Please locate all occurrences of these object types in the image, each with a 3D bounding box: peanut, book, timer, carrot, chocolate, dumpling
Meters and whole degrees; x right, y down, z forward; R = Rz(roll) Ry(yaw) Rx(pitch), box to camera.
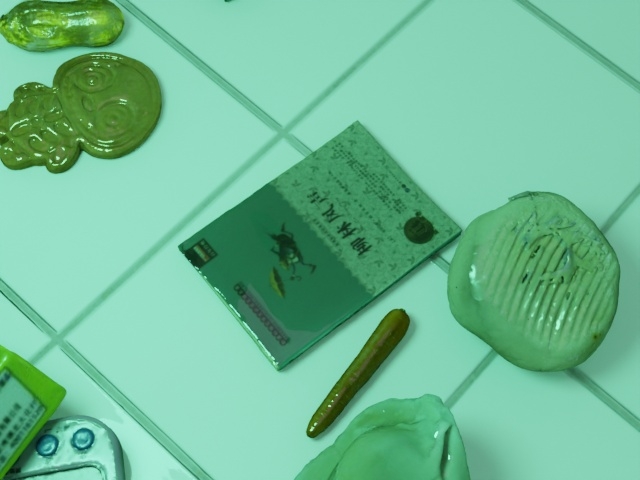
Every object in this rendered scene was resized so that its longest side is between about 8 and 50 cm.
[{"bbox_3d":[-0.434,-0.363,1.832,0.207,0.087,0.087,-5,66,-9],"label":"peanut"},{"bbox_3d":[0.000,0.000,1.723,0.379,0.031,0.264,-36,72,-18],"label":"book"},{"bbox_3d":[-0.374,0.346,1.512,0.209,0.069,0.190,-9,66,-3],"label":"timer"},{"bbox_3d":[0.056,0.197,1.631,0.043,0.043,0.248,36,70,12],"label":"carrot"},{"bbox_3d":[-0.554,0.240,1.471,0.289,0.137,0.300,21,62,28],"label":"chocolate"},{"bbox_3d":[0.078,0.370,1.462,0.270,0.211,0.320,36,57,15],"label":"dumpling"}]

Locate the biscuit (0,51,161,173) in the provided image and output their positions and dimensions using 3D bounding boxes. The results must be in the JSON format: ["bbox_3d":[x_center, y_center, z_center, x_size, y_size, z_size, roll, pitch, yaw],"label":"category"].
[{"bbox_3d":[-0.401,-0.210,1.789,0.289,0.044,0.202,-19,68,-15],"label":"biscuit"}]

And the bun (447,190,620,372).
[{"bbox_3d":[0.321,0.061,1.648,0.273,0.168,0.272,2,77,-9],"label":"bun"}]
